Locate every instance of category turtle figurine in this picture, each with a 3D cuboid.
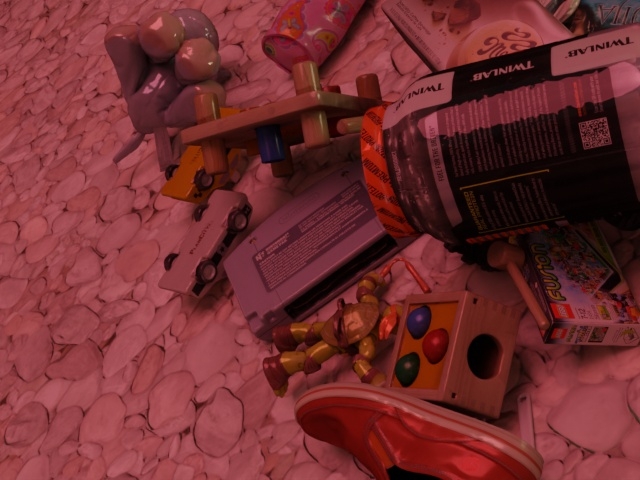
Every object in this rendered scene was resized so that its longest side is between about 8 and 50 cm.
[{"bbox_3d":[0.032,0.133,1.391,0.217,0.087,0.270,-22,41,22],"label":"turtle figurine"}]

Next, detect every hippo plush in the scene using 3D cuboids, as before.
[{"bbox_3d":[-0.243,-0.304,1.989,0.234,0.294,0.236,10,31,21],"label":"hippo plush"}]

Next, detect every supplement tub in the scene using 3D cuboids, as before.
[{"bbox_3d":[0.230,-0.111,1.222,0.338,0.207,0.207,-11,46,21],"label":"supplement tub"}]

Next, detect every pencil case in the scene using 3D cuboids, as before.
[{"bbox_3d":[0.009,-0.428,1.949,0.124,0.124,0.284,6,56,43],"label":"pencil case"}]

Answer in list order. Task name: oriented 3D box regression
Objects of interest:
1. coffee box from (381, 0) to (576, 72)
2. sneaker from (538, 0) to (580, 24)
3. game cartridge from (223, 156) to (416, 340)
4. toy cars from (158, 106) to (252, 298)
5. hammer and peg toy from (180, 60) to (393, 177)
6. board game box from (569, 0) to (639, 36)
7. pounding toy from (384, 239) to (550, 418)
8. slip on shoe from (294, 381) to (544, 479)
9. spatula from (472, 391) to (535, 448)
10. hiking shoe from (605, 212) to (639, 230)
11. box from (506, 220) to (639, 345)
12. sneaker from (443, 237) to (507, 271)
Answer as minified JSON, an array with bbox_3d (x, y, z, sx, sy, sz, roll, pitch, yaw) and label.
[{"bbox_3d":[0.242,-0.274,1.519,0.168,0.119,0.297,-39,57,8],"label":"coffee box"},{"bbox_3d":[0.345,-0.429,1.641,0.110,0.122,0.283,-9,49,57],"label":"sneaker"},{"bbox_3d":[0.000,0.000,1.579,0.297,0.062,0.198,-36,34,5],"label":"game cartridge"},{"bbox_3d":[-0.174,-0.057,1.758,0.176,0.087,0.394,-29,42,22],"label":"toy cars"},{"bbox_3d":[-0.001,-0.190,1.601,0.361,0.266,0.127,-12,86,32],"label":"hammer and peg toy"},{"bbox_3d":[0.446,-0.314,1.500,0.186,0.026,0.126,14,81,41],"label":"board game box"},{"bbox_3d":[0.169,0.091,1.223,0.181,0.094,0.206,-11,62,62],"label":"pounding toy"},{"bbox_3d":[0.088,0.238,1.202,0.331,0.123,0.101,11,61,42],"label":"slip on shoe"},{"bbox_3d":[0.174,0.282,1.181,0.168,0.019,0.242,-22,41,23],"label":"spatula"},{"bbox_3d":[0.371,-0.115,1.352,0.086,0.114,0.227,-41,59,42],"label":"hiking shoe"},{"bbox_3d":[0.293,0.038,1.261,0.114,0.036,0.207,2,41,-11],"label":"box"},{"bbox_3d":[0.192,-0.066,1.440,0.135,0.098,0.276,-23,49,-28],"label":"sneaker"}]
